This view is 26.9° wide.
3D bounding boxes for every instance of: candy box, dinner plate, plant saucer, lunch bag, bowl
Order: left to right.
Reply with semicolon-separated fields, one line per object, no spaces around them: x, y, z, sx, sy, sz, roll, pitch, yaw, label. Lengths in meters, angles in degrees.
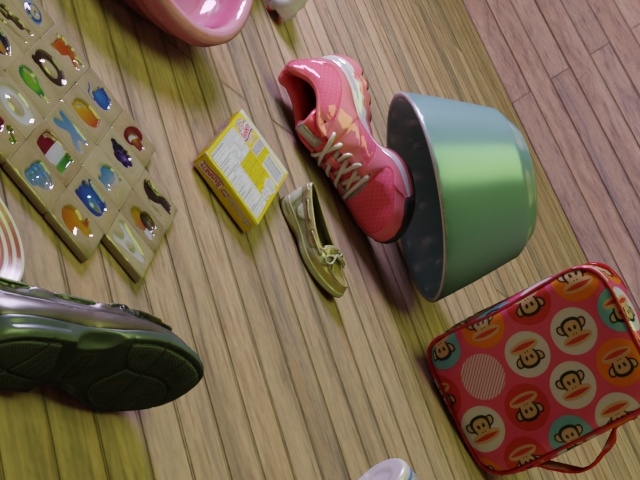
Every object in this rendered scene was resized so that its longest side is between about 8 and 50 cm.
-0.287;-0.016;1.050;0.141;0.017;0.141;50;20;-26;dinner plate
-0.191;-0.400;1.666;0.332;0.084;0.332;-9;90;-66;plant saucer
-0.094;-0.089;1.638;0.105;0.027;0.206;52;19;-10;candy box
0.211;-0.075;1.955;0.311;0.163;0.312;170;-90;-81;bowl
0.318;0.191;1.833;0.258;0.293;0.120;65;20;6;lunch bag

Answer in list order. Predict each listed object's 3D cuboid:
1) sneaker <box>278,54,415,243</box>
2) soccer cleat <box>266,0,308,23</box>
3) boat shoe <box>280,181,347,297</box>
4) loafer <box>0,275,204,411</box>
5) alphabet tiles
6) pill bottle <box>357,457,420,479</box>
0.023;-0.130;1.928;0.136;0.116;0.314;-1;60;-46;sneaker
-0.047;-0.422;2.203;0.068;0.076;0.196;48;21;-29;soccer cleat
0.001;0.000;1.706;0.056;0.048;0.153;20;42;-61;boat shoe
-0.189;0.072;1.052;0.267;0.096;0.084;22;34;-58;loafer
-0.262;-0.125;1.297;0.342;0.011;0.285;52;19;-17;alphabet tiles
0.097;0.306;1.425;0.137;0.078;0.078;53;19;-15;pill bottle
